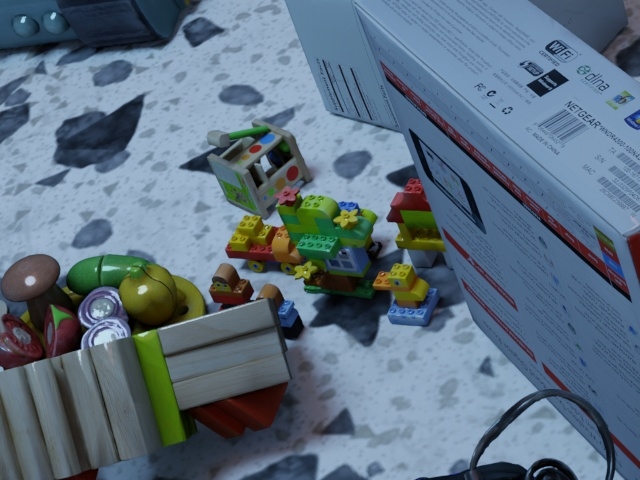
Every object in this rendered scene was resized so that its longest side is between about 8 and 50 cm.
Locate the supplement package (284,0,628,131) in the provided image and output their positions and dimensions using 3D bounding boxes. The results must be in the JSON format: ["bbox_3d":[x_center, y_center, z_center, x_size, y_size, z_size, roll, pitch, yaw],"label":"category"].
[{"bbox_3d":[0.114,-0.202,1.583,0.203,0.149,0.194,19,54,40],"label":"supplement package"}]

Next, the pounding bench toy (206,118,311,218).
[{"bbox_3d":[-0.054,-0.075,1.568,0.065,0.083,0.052,-42,41,-22],"label":"pounding bench toy"}]

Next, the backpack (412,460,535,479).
[{"bbox_3d":[0.090,0.196,1.154,0.120,0.101,0.098,-20,39,-3],"label":"backpack"}]

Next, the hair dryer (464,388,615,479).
[{"bbox_3d":[0.152,0.249,1.032,0.224,0.080,0.293,21,76,28],"label":"hair dryer"}]

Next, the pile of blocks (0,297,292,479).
[{"bbox_3d":[-0.175,0.137,1.320,0.362,0.112,0.149,-14,-3,-22],"label":"pile of blocks"}]

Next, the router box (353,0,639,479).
[{"bbox_3d":[0.167,0.009,1.176,0.082,0.301,0.335,-31,39,-9],"label":"router box"}]

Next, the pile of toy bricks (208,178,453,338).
[{"bbox_3d":[0.000,0.000,1.432,0.212,0.105,0.118,3,44,30],"label":"pile of toy bricks"}]

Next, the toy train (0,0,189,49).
[{"bbox_3d":[-0.270,-0.282,1.896,0.334,0.142,0.190,-3,51,25],"label":"toy train"}]

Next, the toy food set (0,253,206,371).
[{"bbox_3d":[-0.204,0.056,1.497,0.218,0.071,0.128,-8,40,20],"label":"toy food set"}]
